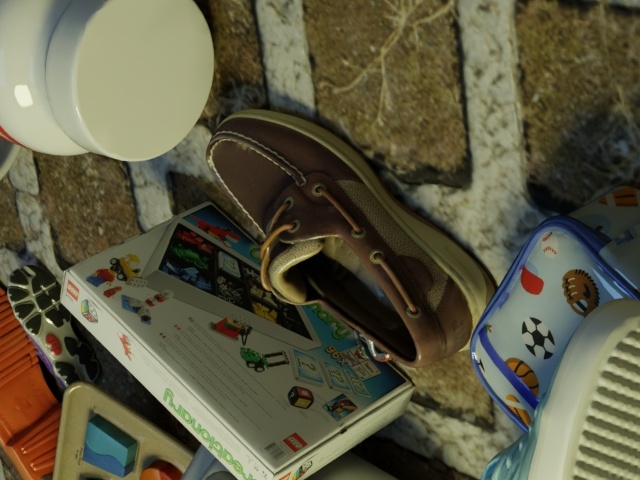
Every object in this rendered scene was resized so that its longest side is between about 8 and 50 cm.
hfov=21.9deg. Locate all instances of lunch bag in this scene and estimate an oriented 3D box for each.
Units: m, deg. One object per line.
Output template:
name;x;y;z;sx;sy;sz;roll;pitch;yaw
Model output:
lunch bag;0.261;0.127;1.295;0.303;0.115;0.243;50;141;20

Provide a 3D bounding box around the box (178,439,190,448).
box;-0.223;0.319;1.981;0.147;0.077;0.180;9;120;32

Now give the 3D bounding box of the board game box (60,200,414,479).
board game box;-0.083;0.099;1.611;0.305;0.193;0.053;42;138;25

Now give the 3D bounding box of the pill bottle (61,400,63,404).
pill bottle;-0.284;0.228;2.044;0.043;0.043;0.083;-12;103;51

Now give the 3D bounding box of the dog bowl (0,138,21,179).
dog bowl;-0.463;-0.155;1.831;0.104;0.265;0.265;-13;102;54

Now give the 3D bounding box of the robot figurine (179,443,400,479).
robot figurine;0.004;0.308;1.626;0.353;0.300;0.200;25;85;43

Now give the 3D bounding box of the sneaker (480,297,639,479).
sneaker;0.170;0.184;1.242;0.150;0.135;0.366;38;133;43

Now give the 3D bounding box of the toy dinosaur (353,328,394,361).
toy dinosaur;0.050;0.075;1.588;0.090;0.047;0.082;-113;10;-54

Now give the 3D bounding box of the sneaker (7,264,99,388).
sneaker;-0.337;0.112;2.017;0.071;0.068;0.170;-17;100;58

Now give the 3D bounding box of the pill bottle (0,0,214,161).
pill bottle;-0.289;-0.201;1.648;0.363;0.210;0.210;19;126;42

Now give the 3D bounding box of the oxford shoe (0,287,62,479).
oxford shoe;-0.414;0.191;2.108;0.364;0.130;0.133;59;150;5

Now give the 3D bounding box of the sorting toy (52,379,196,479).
sorting toy;-0.217;0.327;1.899;0.229;0.041;0.307;28;127;19

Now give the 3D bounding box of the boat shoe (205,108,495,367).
boat shoe;0.000;0.000;1.510;0.342;0.123;0.123;41;138;25
